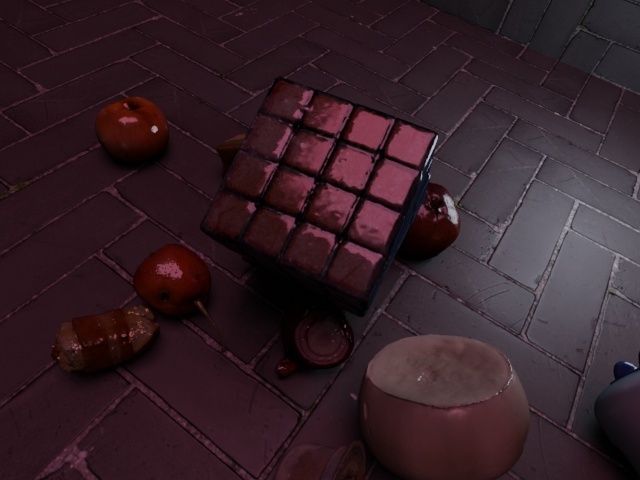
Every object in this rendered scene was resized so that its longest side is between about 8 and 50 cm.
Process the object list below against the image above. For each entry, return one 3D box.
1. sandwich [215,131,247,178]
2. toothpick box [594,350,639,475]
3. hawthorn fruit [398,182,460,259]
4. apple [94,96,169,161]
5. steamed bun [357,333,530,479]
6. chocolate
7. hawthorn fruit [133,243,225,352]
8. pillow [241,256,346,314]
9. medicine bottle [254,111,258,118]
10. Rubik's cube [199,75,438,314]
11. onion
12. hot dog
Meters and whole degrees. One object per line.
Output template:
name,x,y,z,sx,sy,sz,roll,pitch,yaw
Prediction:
sandwich,-0.191,-0.259,1.288,0.198,0.227,0.155,38,54,19
toothpick box,0.746,0.402,0.904,0.262,0.263,0.355,-12,53,-19
hawthorn fruit,0.276,-0.060,1.215,0.215,0.250,0.215,2,76,-7
apple,-0.561,-0.332,1.320,0.209,0.164,0.210,5,48,-6
steamed bun,0.232,0.332,0.859,0.324,0.207,0.324,-6,14,2
chocolate,-0.012,0.453,0.800,0.147,0.221,0.221,1,45,26
hawthorn fruit,-0.291,0.130,1.011,0.285,0.165,0.165,38,54,12
pillow,0.000,0.000,1.142,0.305,0.108,0.308,29,78,9
medicine bottle,-0.045,-0.317,1.425,0.340,0.130,0.130,25,51,11
Rubik's cube,0.013,-0.067,0.930,0.343,0.337,0.345,26,80,12
onion,-0.027,0.224,1.005,0.198,0.135,0.173,-44,89,4
hot dog,-0.453,0.212,0.946,0.213,0.103,0.146,-6,31,-26
